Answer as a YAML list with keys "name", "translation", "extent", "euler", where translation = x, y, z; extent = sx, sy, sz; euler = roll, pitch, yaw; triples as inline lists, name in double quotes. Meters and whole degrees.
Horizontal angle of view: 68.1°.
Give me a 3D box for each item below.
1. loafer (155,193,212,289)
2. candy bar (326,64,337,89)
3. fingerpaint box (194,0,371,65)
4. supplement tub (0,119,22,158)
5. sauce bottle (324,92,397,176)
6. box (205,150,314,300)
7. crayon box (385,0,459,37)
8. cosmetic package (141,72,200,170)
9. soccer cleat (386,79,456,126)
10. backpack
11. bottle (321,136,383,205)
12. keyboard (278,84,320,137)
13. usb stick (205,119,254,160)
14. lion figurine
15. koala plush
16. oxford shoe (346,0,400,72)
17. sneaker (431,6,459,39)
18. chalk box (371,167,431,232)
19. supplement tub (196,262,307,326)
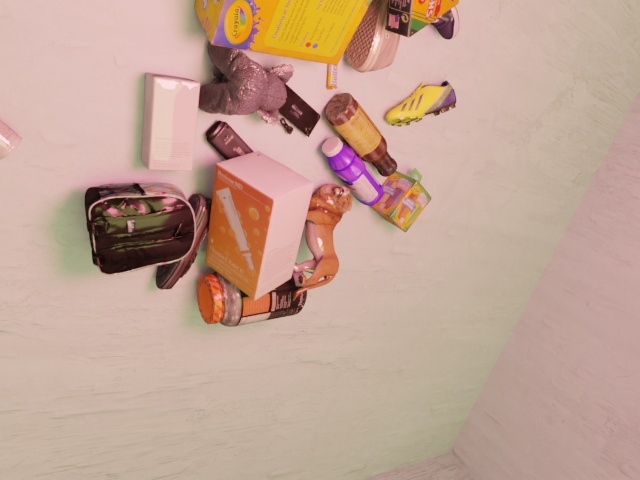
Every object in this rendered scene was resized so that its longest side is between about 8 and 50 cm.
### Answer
- name: "loafer"
  translation: [-0.378, 0.015, 1.378]
  extent: [0.095, 0.109, 0.302]
  euler: [19, 101, -45]
- name: "candy bar"
  translation: [0.039, -0.533, 1.417]
  extent: [0.040, 0.018, 0.161]
  euler: [-14, 122, -29]
- name: "fingerpaint box"
  translation: [-0.040, -0.653, 1.072]
  extent: [0.372, 0.163, 0.444]
  euler: [-6, 148, -34]
- name: "supplement tub"
  translation: [-0.710, -0.234, 1.011]
  extent: [0.071, 0.071, 0.107]
  euler: [-43, 133, -7]
- name: "sauce bottle"
  translation: [0.146, -0.329, 1.550]
  extent: [0.111, 0.111, 0.344]
  euler: [-50, 132, -1]
- name: "box"
  translation: [-0.181, -0.042, 1.344]
  extent: [0.168, 0.215, 0.345]
  euler: [-30, 144, -46]
- name: "crayon box"
  translation: [0.302, -0.705, 1.259]
  extent: [0.318, 0.081, 0.202]
  euler: [-43, 150, -29]
- name: "cosmetic package"
  translation: [-0.384, -0.297, 1.204]
  extent: [0.118, 0.085, 0.230]
  euler: [-3, 115, -35]
- name: "soccer cleat"
  translation: [0.341, -0.478, 1.641]
  extent: [0.289, 0.093, 0.121]
  euler: [-21, 96, -20]
- name: "backpack"
  translation: [-0.458, -0.043, 1.222]
  extent: [0.254, 0.191, 0.225]
  euler: [-8, 120, -23]
- name: "bottle"
  translation: [0.105, -0.228, 1.574]
  extent: [0.092, 0.118, 0.283]
  euler: [-48, 134, -2]
- name: "keyboard"
  translation: [-0.084, -0.378, 1.417]
  extent: [0.180, 0.023, 0.108]
  euler: [32, 88, -42]
- name: "usb stick"
  translation: [-0.221, -0.234, 1.383]
  extent: [0.077, 0.045, 0.278]
  euler: [-47, 132, -3]
- name: "lion figurine"
  translation: [0.000, 0.000, 1.545]
  extent: [0.240, 0.142, 0.391]
  euler: [6, 84, -40]
- name: "koala plush"
  translation: [-0.173, -0.396, 1.243]
  extent: [0.221, 0.203, 0.196]
  euler: [0, 116, -49]
- name: "oxford shoe"
  translation: [0.200, -0.701, 1.343]
  extent: [0.130, 0.169, 0.448]
  euler: [-4, 123, -38]
- name: "sneaker"
  translation: [0.320, -0.718, 1.456]
  extent: [0.153, 0.099, 0.282]
  euler: [-45, 126, -13]
- name: "chalk box"
  translation: [0.309, -0.164, 1.751]
  extent: [0.213, 0.132, 0.132]
  euler: [-53, 133, 2]
- name: "supplement tub"
  translation: [-0.219, 0.167, 1.519]
  extent: [0.316, 0.194, 0.193]
  euler: [-4, 118, -34]
